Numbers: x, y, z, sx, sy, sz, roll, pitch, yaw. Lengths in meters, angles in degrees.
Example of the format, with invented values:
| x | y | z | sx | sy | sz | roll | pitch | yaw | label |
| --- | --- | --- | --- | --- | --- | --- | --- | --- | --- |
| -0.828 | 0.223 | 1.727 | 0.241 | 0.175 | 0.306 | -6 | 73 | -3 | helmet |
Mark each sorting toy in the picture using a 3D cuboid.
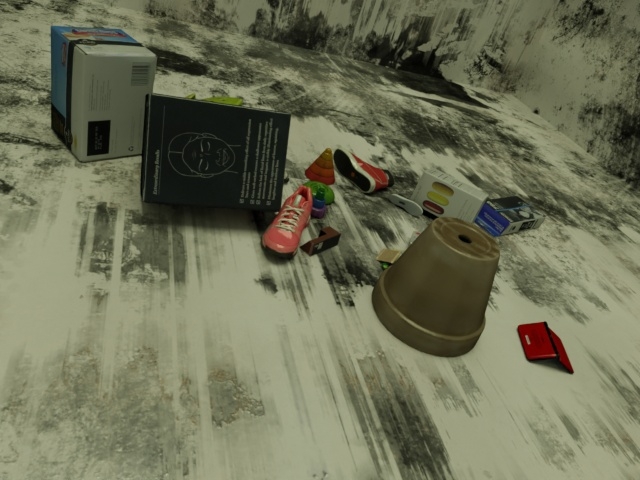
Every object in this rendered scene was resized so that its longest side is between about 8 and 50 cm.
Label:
| x | y | z | sx | sy | sz | roll | pitch | yaw | label |
| --- | --- | --- | --- | --- | --- | --- | --- | --- | --- |
| 0.206 | 0.058 | 1.632 | 0.062 | 0.012 | 0.083 | 14 | 46 | 35 | sorting toy |
| 0.006 | -0.223 | 1.852 | 0.127 | 0.126 | 0.365 | 16 | 32 | -6 | sorting toy |

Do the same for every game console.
| x | y | z | sx | sy | sz | roll | pitch | yaw | label |
| --- | --- | --- | --- | --- | --- | --- | --- | --- | --- |
| 0.647 | 0.312 | 1.503 | 0.124 | 0.085 | 0.144 | -10 | 31 | 13 | game console |

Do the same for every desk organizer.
| x | y | z | sx | sy | sz | roll | pitch | yaw | label |
| --- | --- | --- | --- | --- | --- | --- | --- | --- | --- |
| 0.000 | 0.000 | 1.596 | 0.050 | 0.047 | 0.130 | 36 | 36 | 28 | desk organizer |

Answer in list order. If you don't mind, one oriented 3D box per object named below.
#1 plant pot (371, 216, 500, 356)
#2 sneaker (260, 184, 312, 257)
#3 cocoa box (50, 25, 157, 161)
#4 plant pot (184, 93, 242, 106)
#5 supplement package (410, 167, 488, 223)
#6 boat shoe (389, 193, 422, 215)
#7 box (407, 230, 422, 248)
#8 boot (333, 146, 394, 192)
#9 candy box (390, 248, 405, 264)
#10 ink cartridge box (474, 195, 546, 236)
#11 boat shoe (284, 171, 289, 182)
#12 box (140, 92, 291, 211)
| x | y | z | sx | sy | sz | roll | pitch | yaw | label |
| --- | --- | --- | --- | --- | --- | --- | --- | --- | --- |
| 0.335 | 0.099 | 1.413 | 0.323 | 0.280 | 0.323 | 14 | 32 | -9 | plant pot |
| -0.095 | -0.069 | 1.565 | 0.116 | 0.136 | 0.314 | 19 | 33 | 1 | sneaker |
| -0.691 | -0.463 | 1.640 | 0.231 | 0.347 | 0.228 | -18 | 48 | -44 | cocoa box |
| -0.398 | -0.365 | 1.770 | 0.207 | 0.228 | 0.227 | 13 | 34 | 1 | plant pot |
| 0.487 | -0.160 | 1.979 | 0.244 | 0.139 | 0.134 | 30 | 24 | 17 | supplement package |
| 0.329 | -0.140 | 1.965 | 0.142 | 0.049 | 0.040 | 33 | 35 | 23 | boat shoe |
| 0.384 | 0.029 | 1.714 | 0.186 | 0.038 | 0.145 | 19 | 20 | 9 | box |
| 0.175 | -0.286 | 2.069 | 0.176 | 0.088 | 0.244 | -17 | 55 | -43 | boot |
| 0.328 | 0.078 | 1.666 | 0.206 | 0.027 | 0.105 | 9 | 35 | -16 | candy box |
| 0.755 | -0.103 | 2.116 | 0.333 | 0.065 | 0.165 | -11 | 44 | -37 | ink cartridge box |
| -0.156 | -0.250 | 1.887 | 0.046 | 0.038 | 0.125 | -46 | 55 | -9 | boat shoe |
| -0.314 | -0.254 | 1.528 | 0.396 | 0.293 | 0.212 | 3 | 12 | -22 | box |
